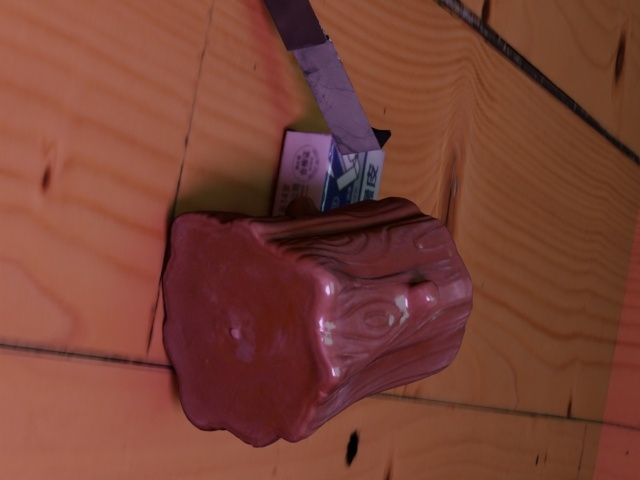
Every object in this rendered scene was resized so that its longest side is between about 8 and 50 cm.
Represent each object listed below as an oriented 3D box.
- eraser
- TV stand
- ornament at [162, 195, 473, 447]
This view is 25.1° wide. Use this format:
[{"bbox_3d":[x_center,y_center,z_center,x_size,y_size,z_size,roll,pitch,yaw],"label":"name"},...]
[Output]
[{"bbox_3d":[0.000,0.000,1.452,0.124,0.068,0.210,9,91,-63],"label":"eraser"},{"bbox_3d":[-0.006,-0.196,1.330,0.040,0.049,0.256,-54,126,-44],"label":"TV stand"},{"bbox_3d":[-0.001,0.057,1.276,0.217,0.221,0.235,-13,151,-45],"label":"ornament"}]
